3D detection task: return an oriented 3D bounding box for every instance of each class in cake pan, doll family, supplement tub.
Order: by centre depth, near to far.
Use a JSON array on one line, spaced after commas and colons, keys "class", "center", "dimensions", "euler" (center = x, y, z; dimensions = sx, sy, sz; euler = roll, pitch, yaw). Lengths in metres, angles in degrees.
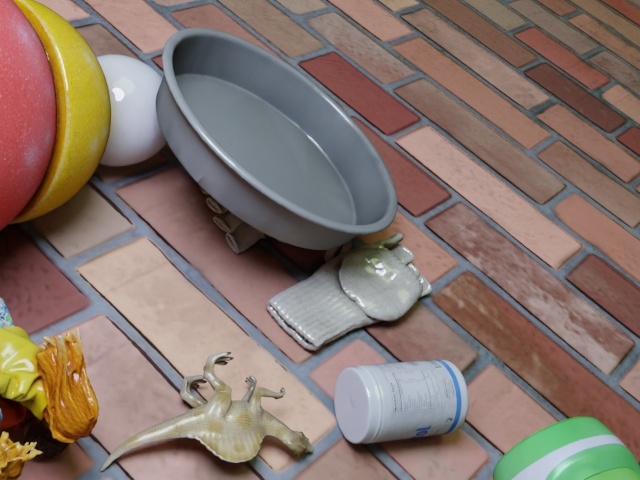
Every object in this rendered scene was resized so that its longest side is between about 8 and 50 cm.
[{"class": "doll family", "center": [-0.245, 0.102, 0.569], "dimensions": [0.163, 0.118, 0.263], "euler": [41, 19, 13]}, {"class": "supplement tub", "center": [0.074, 0.146, 0.772], "dimensions": [0.107, 0.071, 0.071], "euler": [-1, 47, -26]}, {"class": "cake pan", "center": [-0.048, -0.103, 0.878], "dimensions": [0.293, 0.054, 0.293], "euler": [31, 30, -21]}]

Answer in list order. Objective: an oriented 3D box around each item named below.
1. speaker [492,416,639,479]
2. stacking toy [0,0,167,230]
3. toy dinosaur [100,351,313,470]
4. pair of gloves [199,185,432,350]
[{"class": "speaker", "center": [0.253, 0.292, 0.664], "dimensions": [0.131, 0.131, 0.296], "euler": [-2, 47, -29]}, {"class": "stacking toy", "center": [-0.311, -0.110, 0.747], "dimensions": [0.350, 0.350, 0.480], "euler": [45, 25, 21]}, {"class": "toy dinosaur", "center": [-0.088, 0.145, 0.706], "dimensions": [0.183, 0.053, 0.092], "euler": [5, 46, -22]}, {"class": "pair of gloves", "center": [0.000, 0.000, 0.915], "dimensions": [0.204, 0.042, 0.240], "euler": [-16, 56, -38]}]
